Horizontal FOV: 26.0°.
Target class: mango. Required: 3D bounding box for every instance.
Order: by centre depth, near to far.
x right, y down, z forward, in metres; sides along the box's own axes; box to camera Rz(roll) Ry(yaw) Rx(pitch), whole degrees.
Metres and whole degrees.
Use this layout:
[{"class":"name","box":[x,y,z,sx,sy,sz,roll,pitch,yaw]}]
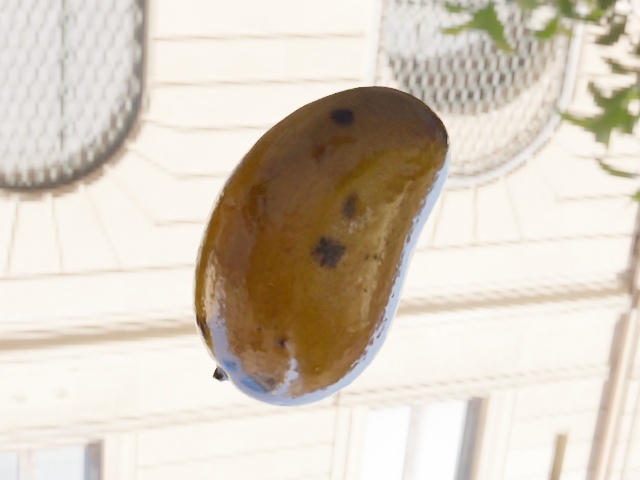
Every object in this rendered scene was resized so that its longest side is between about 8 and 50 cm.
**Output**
[{"class":"mango","box":[-0.003,0.000,0.725,0.115,0.178,0.090,17,-170,-24]}]
